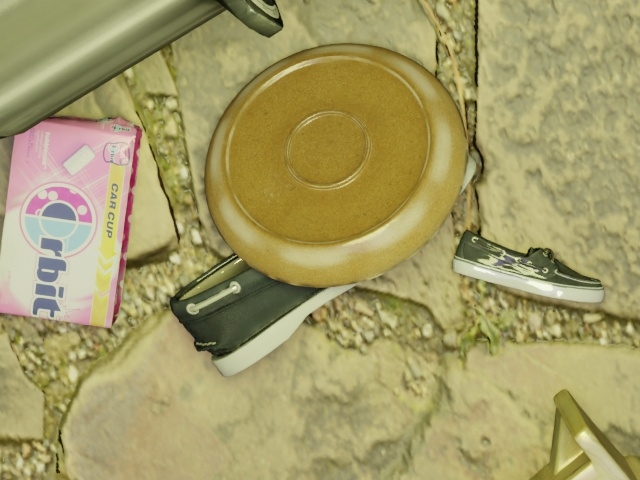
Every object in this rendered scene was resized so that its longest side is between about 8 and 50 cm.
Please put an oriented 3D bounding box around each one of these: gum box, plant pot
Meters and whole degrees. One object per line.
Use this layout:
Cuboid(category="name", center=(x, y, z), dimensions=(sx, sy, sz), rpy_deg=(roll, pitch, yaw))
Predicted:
Cuboid(category="gum box", center=(-0.226, -0.024, 1.540), dimensions=(0.107, 0.062, 0.188), rpy_deg=(8, 99, -1))
Cuboid(category="plant pot", center=(0.008, -0.074, 1.481), dimensions=(0.236, 0.032, 0.236), rpy_deg=(-5, 66, 12))

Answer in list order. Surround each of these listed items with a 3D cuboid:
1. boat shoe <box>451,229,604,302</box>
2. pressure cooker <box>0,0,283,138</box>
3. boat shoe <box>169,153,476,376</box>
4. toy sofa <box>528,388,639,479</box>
Cuboid(category="boat shoe", center=(0.191, 0.024, 1.551), dimensions=(0.142, 0.049, 0.040), rpy_deg=(13, 98, 1))
Cuboid(category="pressure cooker", center=(-0.189, -0.309, 1.303), dimensions=(0.420, 0.375, 0.370), rpy_deg=(-30, 119, 15))
Cuboid(category="boat shoe", center=(0.000, 0.000, 1.517), dimensions=(0.302, 0.114, 0.091), rpy_deg=(-39, 102, 6))
Cuboid(category="toy sofa", center=(0.153, 0.320, 1.547), dimensions=(0.362, 0.150, 0.177), rpy_deg=(-40, 95, 6))
